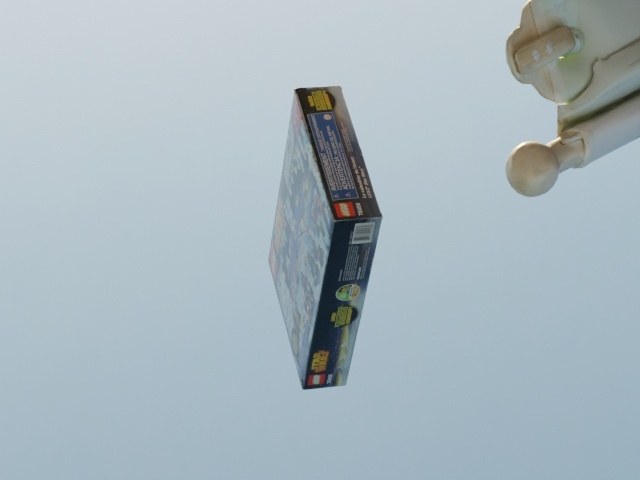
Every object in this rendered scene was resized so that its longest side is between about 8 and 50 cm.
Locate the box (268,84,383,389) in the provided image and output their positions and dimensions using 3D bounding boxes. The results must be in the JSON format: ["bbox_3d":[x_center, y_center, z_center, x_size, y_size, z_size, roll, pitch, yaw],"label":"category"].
[{"bbox_3d":[0.000,0.000,0.908,0.027,0.137,0.094,-4,-131,-13],"label":"box"}]

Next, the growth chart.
[{"bbox_3d":[0.093,-0.148,0.529,0.172,0.237,0.021,-20,-172,-35],"label":"growth chart"}]
